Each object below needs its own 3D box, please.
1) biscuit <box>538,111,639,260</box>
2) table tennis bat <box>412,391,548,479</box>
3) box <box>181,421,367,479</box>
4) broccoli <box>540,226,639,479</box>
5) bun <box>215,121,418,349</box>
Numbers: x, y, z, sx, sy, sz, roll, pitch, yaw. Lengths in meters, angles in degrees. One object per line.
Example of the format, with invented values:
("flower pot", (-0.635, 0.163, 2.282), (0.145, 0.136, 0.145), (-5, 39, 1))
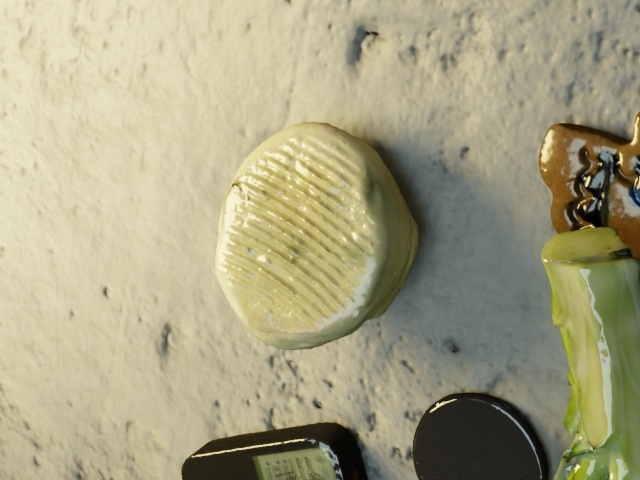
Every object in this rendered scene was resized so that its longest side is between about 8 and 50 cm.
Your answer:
("biscuit", (0.347, -0.024, 1.549), (0.301, 0.043, 0.278), (-32, 89, 30))
("table tennis bat", (0.191, 0.269, 1.724), (0.150, 0.027, 0.236), (-39, 84, 30))
("box", (-0.017, 0.385, 1.847), (0.211, 0.058, 0.350), (-12, 99, 27))
("broccoli", (0.262, 0.179, 1.546), (0.252, 0.221, 0.361), (-29, 90, 32))
("bun", (0.000, 0.000, 1.694), (0.210, 0.116, 0.237), (21, 98, 24))
